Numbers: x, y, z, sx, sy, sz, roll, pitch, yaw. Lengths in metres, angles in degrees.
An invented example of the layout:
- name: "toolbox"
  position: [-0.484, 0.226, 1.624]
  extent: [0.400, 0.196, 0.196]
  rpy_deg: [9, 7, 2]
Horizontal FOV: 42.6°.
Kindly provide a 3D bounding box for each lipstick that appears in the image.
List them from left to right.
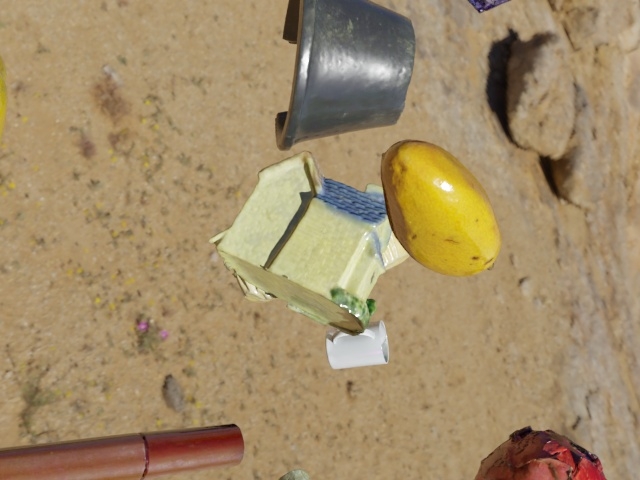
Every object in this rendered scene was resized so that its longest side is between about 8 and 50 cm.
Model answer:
- name: "lipstick"
  position: [-0.250, 0.247, 0.914]
  extent: [0.356, 0.057, 0.057]
  rpy_deg: [2, 66, -36]

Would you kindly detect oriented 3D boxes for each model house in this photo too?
- name: "model house"
  position: [0.000, 0.000, 1.587]
  extent: [0.266, 0.321, 0.261]
  rpy_deg: [-63, 162, -12]

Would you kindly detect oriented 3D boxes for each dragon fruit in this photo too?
- name: "dragon fruit"
  position: [0.470, 0.560, 1.769]
  extent: [0.295, 0.302, 0.295]
  rpy_deg: [28, 9, -5]

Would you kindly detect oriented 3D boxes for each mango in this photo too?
- name: "mango"
  position: [0.136, -0.039, 0.983]
  extent: [0.109, 0.147, 0.227]
  rpy_deg: [-51, 133, -11]

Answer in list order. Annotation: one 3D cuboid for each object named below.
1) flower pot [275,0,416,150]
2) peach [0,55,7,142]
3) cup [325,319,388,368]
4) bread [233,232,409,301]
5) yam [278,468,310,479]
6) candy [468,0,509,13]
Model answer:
- name: "flower pot"
  position: [0.051, -0.361, 1.679]
  extent: [0.251, 0.379, 0.379]
  rpy_deg: [7, 51, -8]
- name: "peach"
  position: [-0.505, -0.167, 1.063]
  extent: [0.153, 0.251, 0.251]
  rpy_deg: [5, 64, -50]
- name: "cup"
  position: [0.081, 0.225, 1.865]
  extent: [0.099, 0.133, 0.136]
  rpy_deg: [-79, 157, -53]
- name: "bread"
  position: [-0.004, 0.015, 1.786]
  extent: [0.236, 0.388, 0.183]
  rpy_deg: [71, 4, -85]
- name: "yam"
  position: [-0.024, 0.513, 1.534]
  extent: [0.068, 0.068, 0.169]
  rpy_deg: [29, 31, -49]
- name: "candy"
  position: [0.204, -0.498, 1.338]
  extent: [0.312, 0.088, 0.061]
  rpy_deg: [36, 60, -32]
